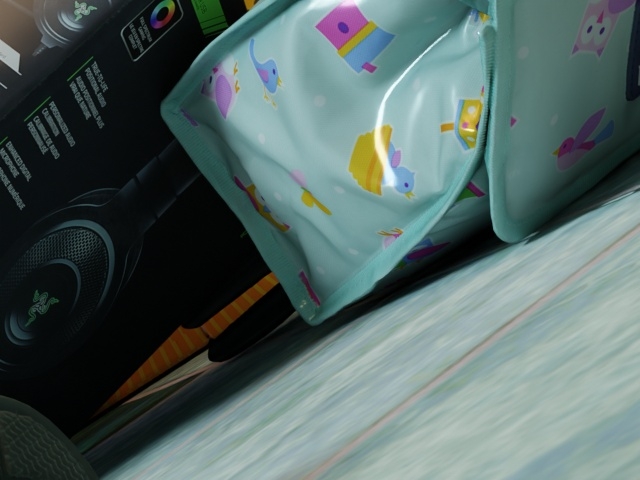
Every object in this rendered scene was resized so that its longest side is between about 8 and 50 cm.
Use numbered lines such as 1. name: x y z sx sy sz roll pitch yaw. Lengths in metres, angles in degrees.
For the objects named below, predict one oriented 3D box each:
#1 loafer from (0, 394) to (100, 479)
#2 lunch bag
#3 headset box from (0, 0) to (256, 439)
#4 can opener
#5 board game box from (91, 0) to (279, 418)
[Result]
1. loafer: -0.138 0.107 0.377 0.084 0.096 0.267 -38 -9 21
2. lunch bag: 0.084 -0.097 0.729 0.223 0.160 0.262 -33 -3 -30
3. headset box: -0.150 -0.034 0.851 0.283 0.131 0.246 -46 -28 -16
4. can opener: 0.000 0.000 0.962 0.186 0.059 0.073 -33 -4 -2
5. board game box: -0.184 -0.079 1.324 0.356 0.356 0.356 -33 2 -4
